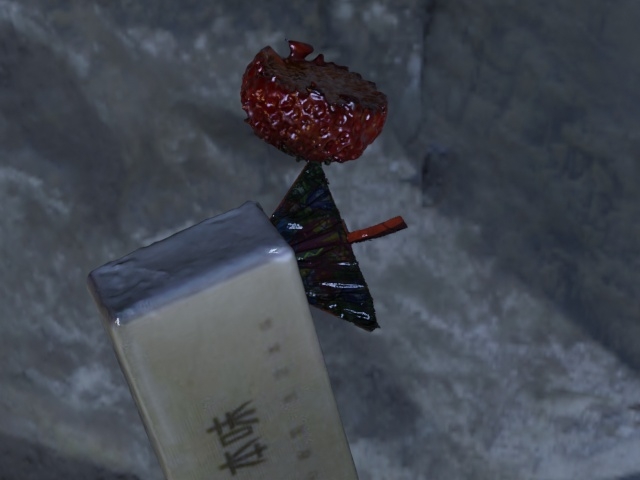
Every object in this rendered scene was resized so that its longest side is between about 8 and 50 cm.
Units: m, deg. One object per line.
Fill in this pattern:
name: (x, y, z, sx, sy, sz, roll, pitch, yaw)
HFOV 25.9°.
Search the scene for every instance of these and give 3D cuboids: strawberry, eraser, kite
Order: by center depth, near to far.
eraser: (-0.057, 0.147, 1.065, 0.144, 0.343, 0.078, -24, 35, -11)
strawberry: (-0.008, -0.120, 1.262, 0.145, 0.086, 0.145, 27, 19, -10)
kite: (0.000, 0.000, 1.435, 0.189, 0.009, 0.232, -14, 61, -14)
